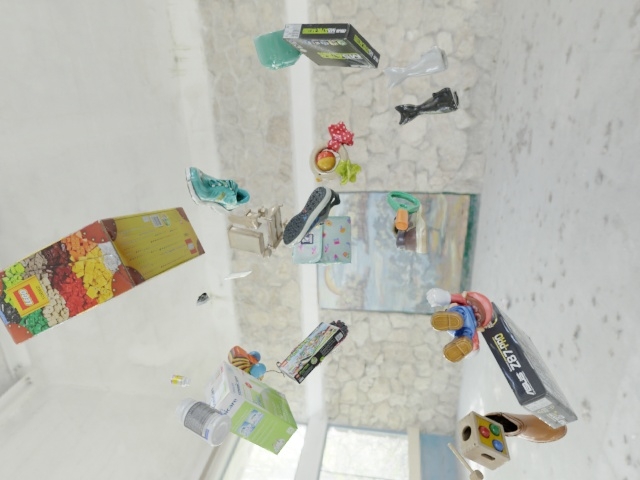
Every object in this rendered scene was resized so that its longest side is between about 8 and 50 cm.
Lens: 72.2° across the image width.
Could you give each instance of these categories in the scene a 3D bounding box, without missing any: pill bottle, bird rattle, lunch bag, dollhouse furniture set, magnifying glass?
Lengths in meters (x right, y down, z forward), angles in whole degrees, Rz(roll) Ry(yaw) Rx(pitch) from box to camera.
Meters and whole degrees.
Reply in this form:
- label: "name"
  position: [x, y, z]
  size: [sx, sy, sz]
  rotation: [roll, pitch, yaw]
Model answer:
- label: "pill bottle"
  position: [-0.621, 0.623, 1.945]
  size: [0.043, 0.083, 0.043]
  rotation: [8, -90, -86]
- label: "bird rattle"
  position: [0.050, -0.337, 1.756]
  size: [0.143, 0.206, 0.254]
  rotation: [-23, -84, -78]
- label: "pill bottle"
  position: [-0.303, 0.461, 1.125]
  size: [0.078, 0.137, 0.078]
  rotation: [-31, -52, -51]
- label: "lunch bag"
  position: [0.000, 0.000, 1.964]
  size: [0.160, 0.262, 0.224]
  rotation: [166, 106, -72]
- label: "dollhouse furniture set"
  position: [-0.300, -0.106, 2.178]
  size: [0.356, 0.173, 0.303]
  rotation: [-60, -24, -46]
- label: "magnifying glass"
  position: [0.212, -0.080, 1.125]
  size: [0.231, 0.092, 0.026]
  rotation: [-64, -8, -62]

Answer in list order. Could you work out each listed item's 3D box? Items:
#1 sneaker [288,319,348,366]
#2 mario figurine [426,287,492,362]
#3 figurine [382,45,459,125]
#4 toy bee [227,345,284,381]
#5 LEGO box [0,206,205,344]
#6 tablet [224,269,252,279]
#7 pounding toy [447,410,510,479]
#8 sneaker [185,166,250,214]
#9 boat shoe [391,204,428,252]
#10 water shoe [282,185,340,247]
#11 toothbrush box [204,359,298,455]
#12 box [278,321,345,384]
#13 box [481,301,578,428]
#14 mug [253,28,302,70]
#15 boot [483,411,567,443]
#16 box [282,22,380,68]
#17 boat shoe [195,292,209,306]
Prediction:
- label: "sneaker"
  position: [-0.006, 0.460, 1.843]
  size: [0.121, 0.299, 0.112]
  rotation: [51, 155, 20]
- label: "mario figurine"
  position: [0.376, 0.240, 1.240]
  size: [0.320, 0.170, 0.198]
  rotation: [-8, -68, -61]
- label: "figurine"
  position: [0.327, -0.505, 1.454]
  size: [0.215, 0.209, 0.092]
  rotation: [65, -146, -22]
- label: "toy bee"
  position: [-0.297, 0.570, 1.874]
  size: [0.162, 0.298, 0.195]
  rotation: [-48, 18, 5]
- label: "LEGO box"
  position: [-0.631, 0.074, 1.326]
  size: [0.193, 0.372, 0.500]
  rotation: [64, -171, -5]
- label: "tablet"
  position: [-0.269, 0.113, 1.436]
  size: [0.083, 0.054, 0.006]
  rotation: [-8, -109, -41]
- label: "pounding toy"
  position: [0.507, 0.662, 1.402]
  size: [0.094, 0.181, 0.206]
  rotation: [-57, 10, 32]
- label: "sneaker"
  position: [-0.298, -0.154, 1.273]
  size: [0.275, 0.109, 0.107]
  rotation: [27, -130, -72]
- label: "boat shoe"
  position: [0.248, -0.039, 1.246]
  size: [0.285, 0.092, 0.103]
  rotation: [-73, -17, -68]
- label: "water shoe"
  position: [-0.021, -0.052, 1.181]
  size: [0.080, 0.203, 0.073]
  rotation: [19, -149, -41]
- label: "toothbrush box"
  position: [-0.237, 0.560, 1.477]
  size: [0.122, 0.283, 0.206]
  rotation: [-53, 21, 0]
- label: "box"
  position: [-0.029, 0.349, 1.378]
  size: [0.207, 0.114, 0.036]
  rotation: [-43, -69, -23]
- label: "box"
  position: [0.662, 0.406, 1.415]
  size: [0.395, 0.097, 0.318]
  rotation: [35, -151, -42]
- label: "mug"
  position: [-0.112, -0.552, 1.269]
  size: [0.129, 0.157, 0.097]
  rotation: [-32, -60, -35]
- label: "boot"
  position: [0.740, 0.673, 1.607]
  size: [0.220, 0.283, 0.109]
  rotation: [39, -123, -52]
- label: "box"
  position: [0.031, -0.495, 1.121]
  size: [0.184, 0.190, 0.045]
  rotation: [8, -83, -60]
- label: "boat shoe"
  position: [-0.531, 0.263, 1.960]
  size: [0.142, 0.049, 0.040]
  rotation: [-143, 34, -86]
